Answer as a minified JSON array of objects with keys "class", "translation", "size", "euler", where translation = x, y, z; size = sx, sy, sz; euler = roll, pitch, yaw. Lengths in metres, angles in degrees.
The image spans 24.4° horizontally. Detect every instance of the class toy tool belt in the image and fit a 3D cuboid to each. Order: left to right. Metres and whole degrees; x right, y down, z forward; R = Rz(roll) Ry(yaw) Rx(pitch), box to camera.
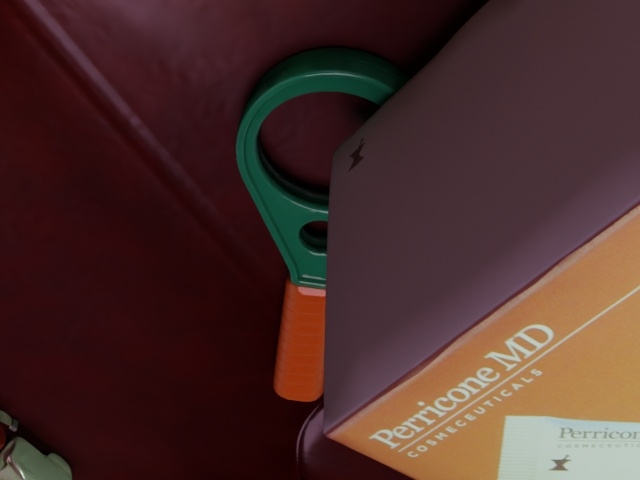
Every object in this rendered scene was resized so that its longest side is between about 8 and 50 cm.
[{"class":"toy tool belt","translation":[-0.190,0.143,0.884],"size":[0.051,0.052,0.083],"euler":[-29,125,20]}]

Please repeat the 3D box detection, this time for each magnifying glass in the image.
[{"class":"magnifying glass","translation":[0.000,0.000,0.741],"size":[0.092,0.026,0.231],"euler":[7,133,-1]}]

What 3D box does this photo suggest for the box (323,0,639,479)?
[{"class":"box","translation":[0.200,0.035,0.633],"size":[0.345,0.168,0.215],"euler":[29,130,-25]}]
